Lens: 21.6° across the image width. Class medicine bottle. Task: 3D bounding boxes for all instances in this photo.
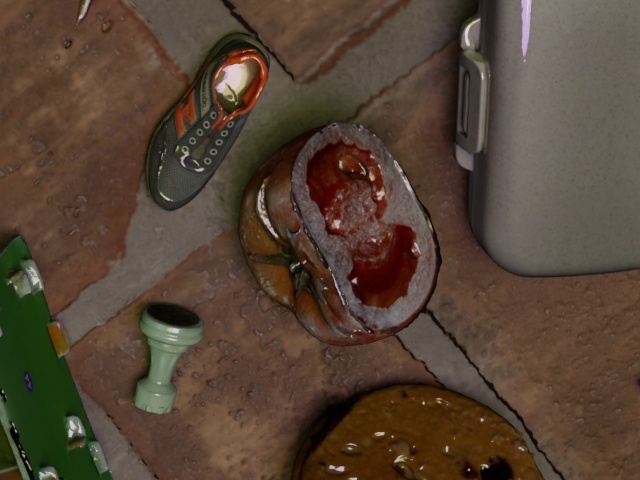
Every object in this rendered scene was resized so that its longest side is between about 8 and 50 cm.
[{"bbox_3d":[0.277,-0.146,1.673,0.282,0.123,0.375,-4,116,-10],"label":"medicine bottle"}]

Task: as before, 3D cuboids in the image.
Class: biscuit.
[{"bbox_3d":[0.103,0.283,1.714,0.296,0.075,0.295,4,60,-6],"label":"biscuit"}]

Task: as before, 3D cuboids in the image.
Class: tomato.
[{"bbox_3d":[0.000,0.000,1.660,0.181,0.155,0.214,-35,104,-40],"label":"tomato"}]

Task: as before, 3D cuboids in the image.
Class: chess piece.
[{"bbox_3d":[-0.159,0.122,1.708,0.067,0.067,0.103,10,108,-13],"label":"chess piece"}]

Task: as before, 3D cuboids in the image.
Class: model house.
[{"bbox_3d":[-0.383,0.219,1.635,0.313,0.242,0.357,-17,106,10],"label":"model house"}]

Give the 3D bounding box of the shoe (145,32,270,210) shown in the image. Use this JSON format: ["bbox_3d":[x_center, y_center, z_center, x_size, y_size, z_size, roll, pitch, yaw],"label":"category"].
[{"bbox_3d":[-0.112,-0.115,1.658,0.074,0.077,0.194,30,94,-16],"label":"shoe"}]

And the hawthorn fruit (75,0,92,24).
[{"bbox_3d":[-0.185,-0.320,1.558,0.190,0.189,0.251,9,113,-13],"label":"hawthorn fruit"}]
